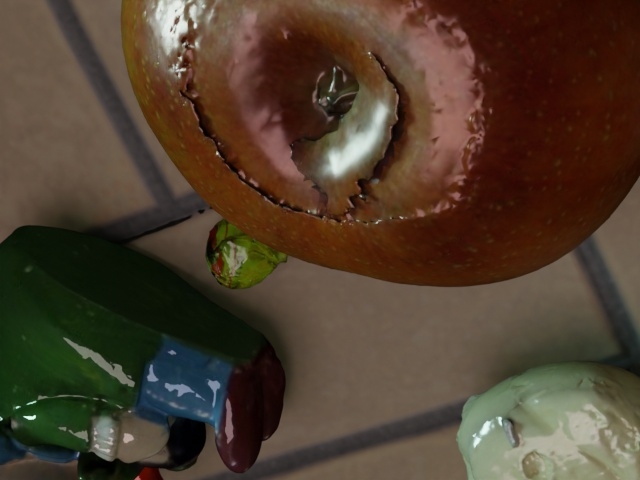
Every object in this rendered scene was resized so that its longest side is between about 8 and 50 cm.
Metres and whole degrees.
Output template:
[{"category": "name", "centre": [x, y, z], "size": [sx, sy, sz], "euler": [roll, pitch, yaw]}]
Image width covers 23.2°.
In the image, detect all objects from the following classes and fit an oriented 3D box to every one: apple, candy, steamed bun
[{"category": "apple", "centre": [0.027, -0.080, 0.658], "size": [0.234, 0.173, 0.210], "euler": [3, 115, 17]}, {"category": "candy", "centre": [0.000, 0.000, 0.789], "size": [0.123, 0.035, 0.035], "euler": [-8, 115, 12]}, {"category": "steamed bun", "centre": [0.132, 0.113, 0.763], "size": [0.112, 0.091, 0.130], "euler": [-24, 103, 21]}]

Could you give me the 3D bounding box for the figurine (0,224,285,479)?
[{"category": "figurine", "centre": [-0.135, 0.120, 0.841], "size": [0.185, 0.127, 0.234], "euler": [25, 109, -4]}]
